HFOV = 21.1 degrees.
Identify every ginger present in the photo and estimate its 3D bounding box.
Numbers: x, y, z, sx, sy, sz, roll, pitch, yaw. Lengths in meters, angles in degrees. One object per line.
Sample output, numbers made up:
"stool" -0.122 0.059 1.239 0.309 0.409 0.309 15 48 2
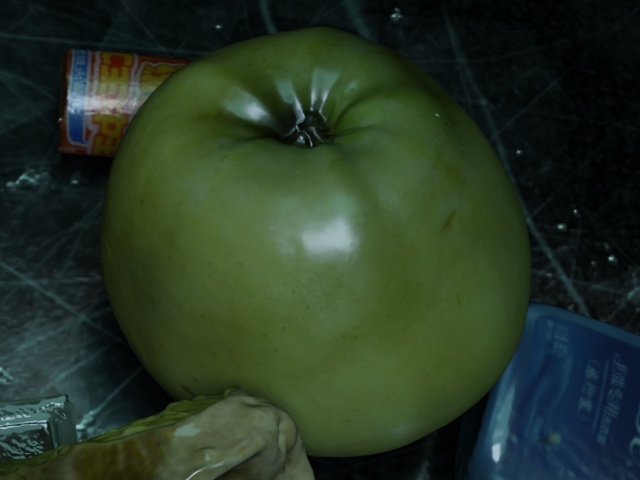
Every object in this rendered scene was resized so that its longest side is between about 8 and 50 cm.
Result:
"ginger" -0.107 0.200 0.941 0.276 0.130 0.221 -11 83 24

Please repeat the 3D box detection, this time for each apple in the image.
"apple" 0.000 0.000 1.039 0.262 0.262 0.262 5 63 -10

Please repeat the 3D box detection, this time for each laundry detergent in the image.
"laundry detergent" 0.237 0.141 1.111 0.290 0.094 0.143 16 56 -4

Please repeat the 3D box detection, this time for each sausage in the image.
"sausage" -0.043 -0.081 1.175 0.274 0.074 0.074 6 63 -10

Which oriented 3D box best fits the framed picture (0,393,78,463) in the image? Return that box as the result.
"framed picture" -0.229 0.220 1.019 0.197 0.014 0.252 -5 66 -15
